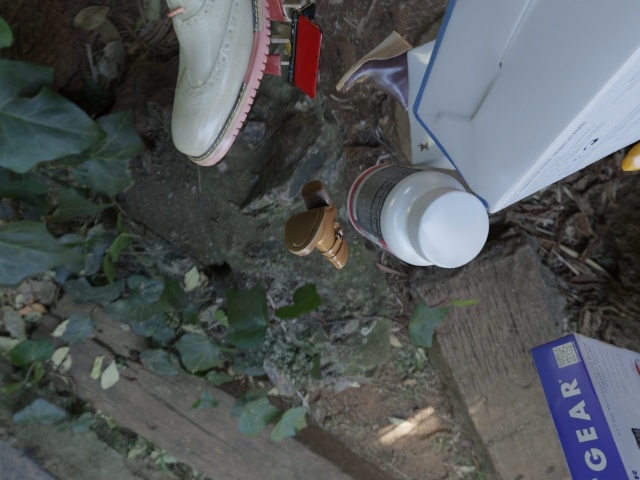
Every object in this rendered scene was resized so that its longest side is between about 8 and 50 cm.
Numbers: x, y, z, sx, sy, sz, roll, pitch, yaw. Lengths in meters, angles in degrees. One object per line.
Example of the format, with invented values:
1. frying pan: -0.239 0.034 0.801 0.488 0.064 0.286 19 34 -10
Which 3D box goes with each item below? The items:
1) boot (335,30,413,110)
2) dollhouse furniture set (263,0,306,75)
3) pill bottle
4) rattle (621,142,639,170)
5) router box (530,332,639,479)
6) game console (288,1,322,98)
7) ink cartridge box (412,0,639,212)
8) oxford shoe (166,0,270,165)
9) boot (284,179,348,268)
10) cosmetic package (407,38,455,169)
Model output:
1. boot: 0.194 -0.467 1.393 0.248 0.090 0.207 -38 104 9
2. dollhouse furniture set: -0.111 -0.627 1.335 0.152 0.201 0.374 13 153 19
3. pill bottle: 0.179 -0.052 0.908 0.176 0.318 0.176 -3 103 -14
4. rattle: 0.638 -0.140 0.765 0.142 0.200 0.130 -38 145 0
5. router box: 0.501 0.340 0.741 0.301 0.336 0.082 18 141 -32
6. game console: -0.016 -0.384 0.943 0.085 0.124 0.144 23 136 13
7. ink cartridge box: 0.303 -0.209 0.388 0.395 0.151 0.270 -24 161 -12
8. oxford shoe: -0.141 -0.287 0.518 0.146 0.140 0.397 2 99 -43
9. boot: 0.000 0.000 1.238 0.109 0.283 0.220 -16 125 14
10. cosmetic package: 0.391 -0.269 0.997 0.453 0.161 0.230 -3 90 -40
